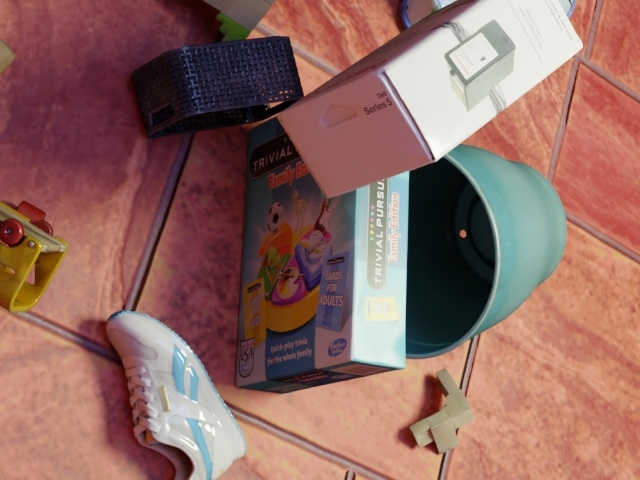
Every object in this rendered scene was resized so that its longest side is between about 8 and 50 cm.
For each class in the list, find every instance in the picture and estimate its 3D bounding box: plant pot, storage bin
[{"bbox_3d":[0.177,-0.005,1.901,0.255,0.272,0.271,-12,86,-52],"label":"plant pot"},{"bbox_3d":[-0.124,-0.188,1.803,0.180,0.122,0.084,-13,87,-36],"label":"storage bin"}]

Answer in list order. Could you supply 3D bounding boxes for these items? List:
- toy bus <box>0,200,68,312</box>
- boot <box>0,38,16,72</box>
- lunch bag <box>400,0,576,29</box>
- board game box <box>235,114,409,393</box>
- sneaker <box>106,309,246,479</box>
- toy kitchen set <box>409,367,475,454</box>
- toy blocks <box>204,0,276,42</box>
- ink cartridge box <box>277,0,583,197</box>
[{"bbox_3d":[-0.378,-0.002,1.589,0.191,0.202,0.104,26,95,-35],"label":"toy bus"},{"bbox_3d":[-0.438,-0.296,1.639,0.236,0.089,0.269,-47,106,-22],"label":"boot"},{"bbox_3d":[0.247,-0.381,2.117,0.243,0.115,0.303,30,62,-20],"label":"lunch bag"},{"bbox_3d":[0.000,0.000,1.764,0.079,0.254,0.336,11,72,-32],"label":"board game box"},{"bbox_3d":[-0.179,0.182,1.700,0.092,0.087,0.228,-40,100,-33],"label":"sneaker"},{"bbox_3d":[0.153,0.232,1.959,0.083,0.075,0.068,-27,138,-5],"label":"toy kitchen set"},{"bbox_3d":[-0.106,-0.438,1.760,0.261,0.381,0.190,31,37,-17],"label":"toy blocks"},{"bbox_3d":[0.119,-0.172,1.607,0.273,0.198,0.114,-37,101,-34],"label":"ink cartridge box"}]
